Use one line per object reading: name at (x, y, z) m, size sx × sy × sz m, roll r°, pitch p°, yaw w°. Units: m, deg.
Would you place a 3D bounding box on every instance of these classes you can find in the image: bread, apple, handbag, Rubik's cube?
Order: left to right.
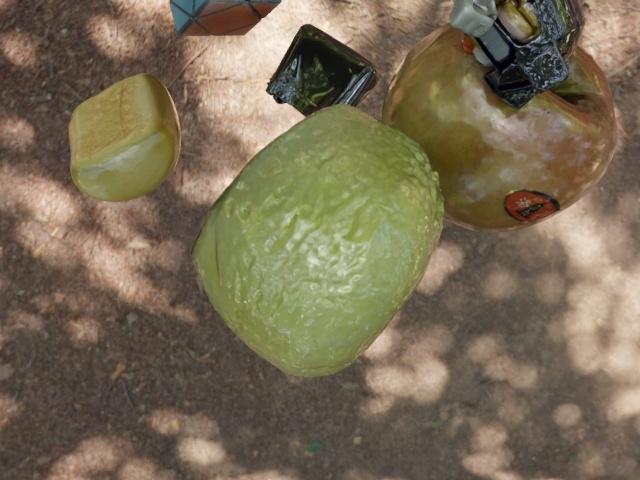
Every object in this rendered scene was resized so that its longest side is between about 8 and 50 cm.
bread at (-0.247, -0.128, 0.849) m, size 0.147 × 0.217 × 0.098 m, roll -28°, pitch 131°, yaw 6°
Rubik's cube at (-0.249, -0.641, 1.619) m, size 0.208 × 0.205 × 0.204 m, roll -12°, pitch 87°, yaw -34°
handbag at (-0.001, -0.456, 1.879) m, size 0.257 × 0.285 × 0.113 m, roll -52°, pitch 158°, yaw 5°
bread at (0.009, 0.008, 0.793) m, size 0.237 × 0.320 × 0.320 m, roll 44°, pitch 109°, yaw 8°
apple at (0.260, -0.169, 1.011) m, size 0.339 × 0.338 × 0.305 m, roll 24°, pitch 142°, yaw -20°

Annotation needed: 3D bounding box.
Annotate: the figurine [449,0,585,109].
figurine at (0.210, -0.304, 0.774) m, size 0.309 × 0.308 × 0.143 m, roll 29°, pitch 151°, yaw -22°
